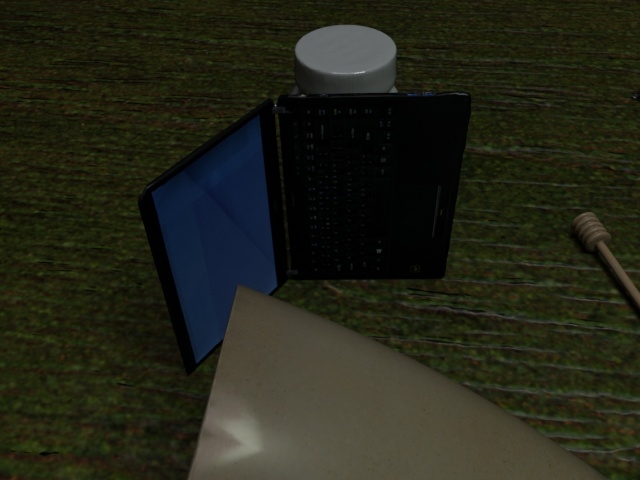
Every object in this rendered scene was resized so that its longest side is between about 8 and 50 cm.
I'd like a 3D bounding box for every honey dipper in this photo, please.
[{"bbox_3d":[0.318,0.034,0.721,0.030,0.030,0.160,-11,48,-10],"label":"honey dipper"}]

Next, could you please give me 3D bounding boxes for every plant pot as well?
[{"bbox_3d":[0.046,0.184,0.448,0.274,0.256,0.256,14,44,-6],"label":"plant pot"}]

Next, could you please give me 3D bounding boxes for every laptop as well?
[{"bbox_3d":[0.000,0.000,0.619,0.264,0.234,0.136,0,45,1],"label":"laptop"}]

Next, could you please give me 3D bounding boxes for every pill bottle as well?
[{"bbox_3d":[0.026,-0.109,0.738,0.121,0.221,0.121,-1,44,1],"label":"pill bottle"}]

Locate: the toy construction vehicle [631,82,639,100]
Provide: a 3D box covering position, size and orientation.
[{"bbox_3d":[0.510,-0.215,0.963,0.086,0.035,0.098,-36,53,-30],"label":"toy construction vehicle"}]
